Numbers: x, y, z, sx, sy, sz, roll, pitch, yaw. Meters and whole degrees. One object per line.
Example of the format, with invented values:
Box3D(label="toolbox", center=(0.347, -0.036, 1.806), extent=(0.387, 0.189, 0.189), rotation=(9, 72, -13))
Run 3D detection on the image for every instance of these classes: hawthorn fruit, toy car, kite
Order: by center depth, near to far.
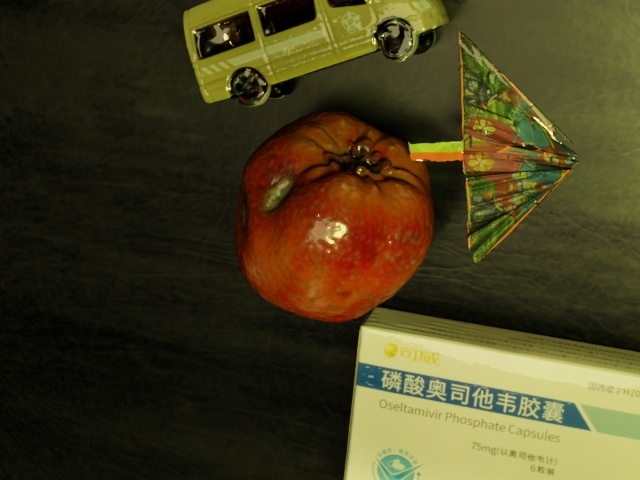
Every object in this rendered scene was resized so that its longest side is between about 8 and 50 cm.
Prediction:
Box3D(label="kite", center=(0.170, -0.095, 1.310), extent=(0.183, 0.014, 0.241), rotation=(-1, 77, -18))
Box3D(label="toy car", center=(-0.005, -0.216, 1.317), extent=(0.257, 0.101, 0.124), rotation=(-16, 98, 21))
Box3D(label="hawthorn fruit", center=(0.000, 0.000, 1.340), extent=(0.207, 0.207, 0.243), rotation=(30, 133, 6))

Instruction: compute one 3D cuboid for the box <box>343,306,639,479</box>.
Box3D(label="box", center=(0.203, 0.198, 1.399), extent=(0.343, 0.065, 0.200), rotation=(10, 108, 13))
